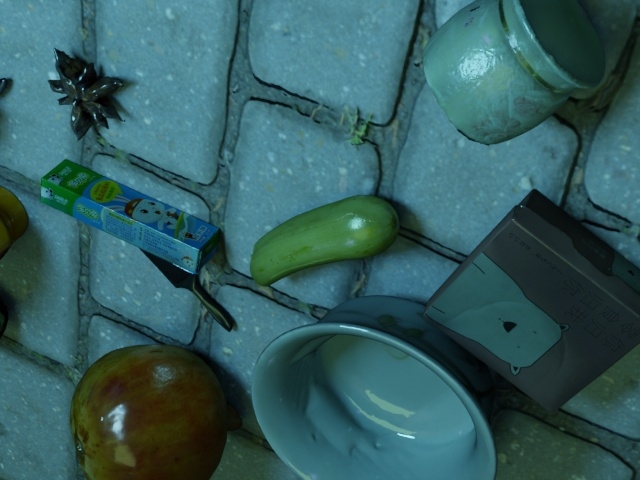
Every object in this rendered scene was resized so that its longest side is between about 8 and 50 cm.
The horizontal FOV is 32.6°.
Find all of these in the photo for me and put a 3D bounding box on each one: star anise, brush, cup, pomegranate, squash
[{"bbox_3d":[-0.323,-0.188,1.500,0.124,0.056,0.129,28,132,8],"label":"star anise"},{"bbox_3d":[-0.196,0.064,1.644,0.193,0.016,0.063,47,133,-9],"label":"brush"},{"bbox_3d":[0.095,0.207,1.486,0.347,0.163,0.347,16,130,20],"label":"cup"},{"bbox_3d":[-0.249,0.284,1.703,0.229,0.270,0.252,-10,87,63],"label":"pomegranate"},{"bbox_3d":[0.000,0.000,1.444,0.250,0.083,0.083,-19,112,40],"label":"squash"}]

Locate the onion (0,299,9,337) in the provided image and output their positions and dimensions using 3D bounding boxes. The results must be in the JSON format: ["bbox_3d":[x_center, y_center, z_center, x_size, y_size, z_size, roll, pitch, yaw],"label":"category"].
[{"bbox_3d":[-0.592,0.130,1.857,0.118,0.118,0.117,-19,109,38],"label":"onion"}]

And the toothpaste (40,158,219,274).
[{"bbox_3d":[-0.276,-0.035,1.582,0.266,0.065,0.050,24,132,12],"label":"toothpaste"}]

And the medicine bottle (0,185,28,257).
[{"bbox_3d":[-0.551,0.012,1.666,0.112,0.222,0.149,46,132,-9],"label":"medicine bottle"}]

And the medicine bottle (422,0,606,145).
[{"bbox_3d":[0.202,-0.191,1.140,0.147,0.147,0.143,48,129,-10],"label":"medicine bottle"}]

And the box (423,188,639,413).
[{"bbox_3d":[0.272,0.074,1.339,0.215,0.086,0.215,37,133,0],"label":"box"}]

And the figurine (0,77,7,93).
[{"bbox_3d":[-0.584,-0.221,1.554,0.265,0.175,0.197,35,142,-8],"label":"figurine"}]
